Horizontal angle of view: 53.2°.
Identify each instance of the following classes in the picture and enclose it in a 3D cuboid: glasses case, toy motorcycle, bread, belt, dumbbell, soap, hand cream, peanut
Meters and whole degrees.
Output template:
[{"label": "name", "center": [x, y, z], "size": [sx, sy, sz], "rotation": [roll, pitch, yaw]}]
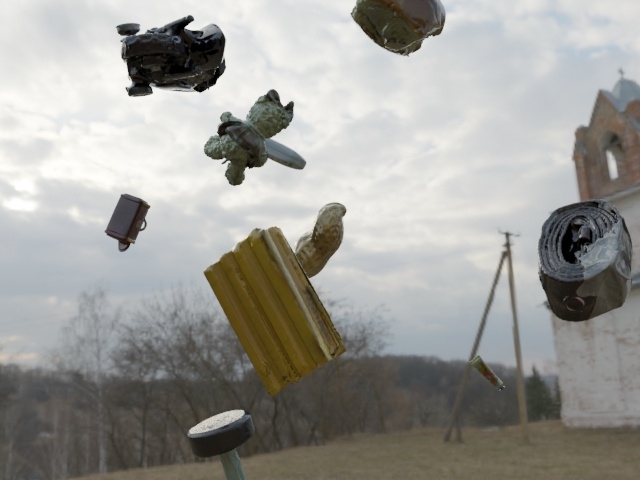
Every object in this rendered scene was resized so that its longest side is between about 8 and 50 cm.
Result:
[{"label": "glasses case", "center": [-0.113, -0.213, 1.505], "size": [0.178, 0.045, 0.067], "rotation": [27, 0, 17]}, {"label": "toy motorcycle", "center": [-0.233, -0.292, 1.034], "size": [0.173, 0.108, 0.307], "rotation": [-8, 8, -14]}, {"label": "bread", "center": [0.251, -0.713, 2.024], "size": [0.225, 0.250, 0.279], "rotation": [-40, 2, 43]}, {"label": "belt", "center": [0.568, 0.049, 1.375], "size": [0.184, 0.289, 0.164], "rotation": [-4, -55, 31]}, {"label": "dumbbell", "center": [-0.125, 0.360, 0.958], "size": [0.100, 0.191, 0.100], "rotation": [-17, 2, 1]}, {"label": "soap", "center": [-0.097, 0.149, 1.378], "size": [0.204, 0.325, 0.096], "rotation": [-36, -12, 33]}, {"label": "hand cream", "center": [0.422, 0.336, 1.609], "size": [0.035, 0.102, 0.022], "rotation": [-48, -10, 28]}, {"label": "peanut", "center": [0.000, 0.000, 1.785], "size": [0.233, 0.110, 0.197], "rotation": [-53, -3, 20]}]

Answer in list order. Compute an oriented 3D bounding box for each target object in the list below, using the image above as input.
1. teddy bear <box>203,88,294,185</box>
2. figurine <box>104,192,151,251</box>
[{"label": "teddy bear", "center": [-0.149, -0.210, 1.279], "size": [0.213, 0.133, 0.111], "rotation": [-42, 7, 19]}, {"label": "figurine", "center": [-0.520, -0.042, 1.753], "size": [0.082, 0.155, 0.098], "rotation": [18, -6, 22]}]
